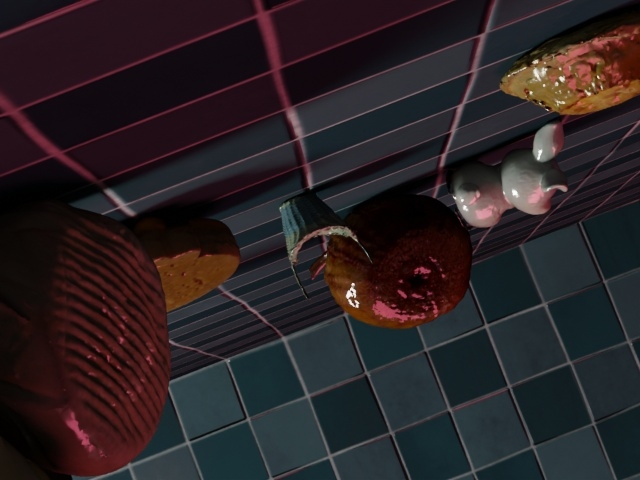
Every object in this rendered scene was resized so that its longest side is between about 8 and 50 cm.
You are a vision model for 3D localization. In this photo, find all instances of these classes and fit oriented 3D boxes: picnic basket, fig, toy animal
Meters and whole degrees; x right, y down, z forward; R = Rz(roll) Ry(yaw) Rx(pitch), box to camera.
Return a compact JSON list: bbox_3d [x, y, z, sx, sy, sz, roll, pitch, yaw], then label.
[{"bbox_3d":[0.000,0.000,1.450,0.065,0.083,0.083,-26,178,-4],"label":"picnic basket"},{"bbox_3d":[0.060,0.012,1.723,0.146,0.133,0.201,11,-176,-21],"label":"fig"},{"bbox_3d":[0.183,-0.058,1.635,0.124,0.071,0.085,-15,161,21],"label":"toy animal"}]

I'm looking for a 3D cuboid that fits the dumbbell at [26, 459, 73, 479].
[{"bbox_3d":[-0.287,0.222,1.753,0.124,0.225,0.140,-22,177,41],"label":"dumbbell"}]

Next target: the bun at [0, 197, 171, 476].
[{"bbox_3d":[-0.166,0.055,1.025,0.113,0.173,0.166,-8,-150,19],"label":"bun"}]

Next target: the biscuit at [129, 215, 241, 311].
[{"bbox_3d":[-0.142,0.019,1.289,0.170,0.050,0.170,-20,166,-5],"label":"biscuit"}]

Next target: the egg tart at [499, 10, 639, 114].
[{"bbox_3d":[0.185,-0.116,1.195,0.129,0.049,0.129,-20,173,-2],"label":"egg tart"}]

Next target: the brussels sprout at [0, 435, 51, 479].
[{"bbox_3d":[-0.283,0.205,0.956,0.344,0.268,0.344,-45,159,-22],"label":"brussels sprout"}]
